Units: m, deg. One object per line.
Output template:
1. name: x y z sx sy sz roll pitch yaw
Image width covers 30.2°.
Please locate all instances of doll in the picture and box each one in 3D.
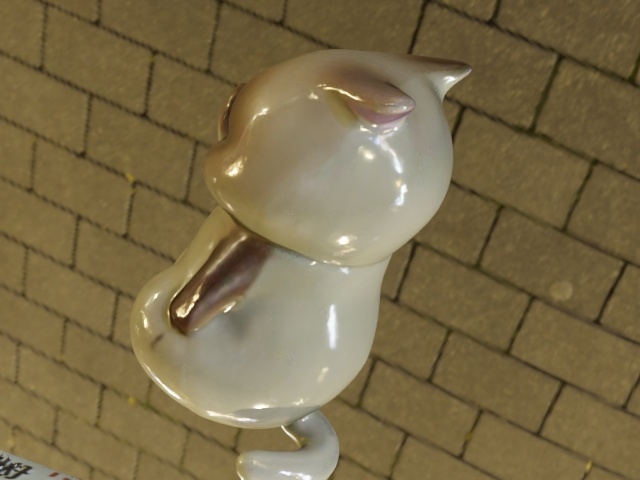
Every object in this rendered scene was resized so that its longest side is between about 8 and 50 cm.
1. doll: -0.028 0.002 1.018 0.226 0.215 0.370 27 113 20

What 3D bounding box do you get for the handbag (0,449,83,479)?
1. handbag: -0.109 0.230 0.585 0.298 0.171 0.151 19 104 12
